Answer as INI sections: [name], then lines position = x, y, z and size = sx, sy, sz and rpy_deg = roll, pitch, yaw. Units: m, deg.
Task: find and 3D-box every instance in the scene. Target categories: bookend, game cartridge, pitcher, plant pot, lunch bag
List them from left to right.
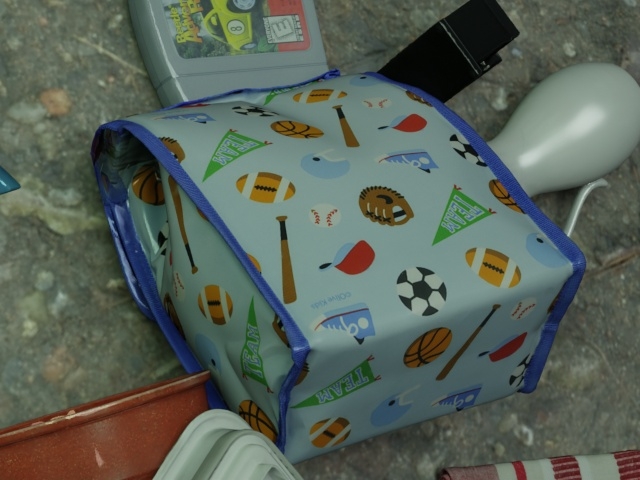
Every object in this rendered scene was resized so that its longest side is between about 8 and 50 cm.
[plant pot]
position = -0.188, 0.277, 1.723
size = 0.272, 0.272, 0.265
rpy_deg = -16, 89, -30
[game cartridge]
position = -0.103, -0.251, 2.042
size = 0.196, 0.060, 0.294
rpy_deg = -9, 80, -25
[lunch bag]
position = 0.000, 0.000, 1.871
size = 0.327, 0.239, 0.385
rpy_deg = -15, 52, -31
[bookend]
position = 0.160, -0.212, 2.107
size = 0.157, 0.156, 0.072
rpy_deg = -37, 91, -32
[pitcher]
position = 0.265, -0.086, 2.149
size = 0.207, 0.125, 0.178
rpy_deg = -33, 110, -21

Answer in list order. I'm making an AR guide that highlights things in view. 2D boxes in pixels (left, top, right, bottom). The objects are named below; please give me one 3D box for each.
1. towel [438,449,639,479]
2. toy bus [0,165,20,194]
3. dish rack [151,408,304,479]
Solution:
[towel]
position = 0.286, 0.341, 2.053
size = 0.329, 0.037, 0.237
rpy_deg = -2, 72, -28
[toy bus]
position = -0.380, -0.055, 1.815
size = 0.202, 0.104, 0.191
rpy_deg = -29, 89, 13
[dish rack]
position = -0.045, 0.337, 1.649
size = 0.333, 0.072, 0.285
rpy_deg = 54, 50, -29
